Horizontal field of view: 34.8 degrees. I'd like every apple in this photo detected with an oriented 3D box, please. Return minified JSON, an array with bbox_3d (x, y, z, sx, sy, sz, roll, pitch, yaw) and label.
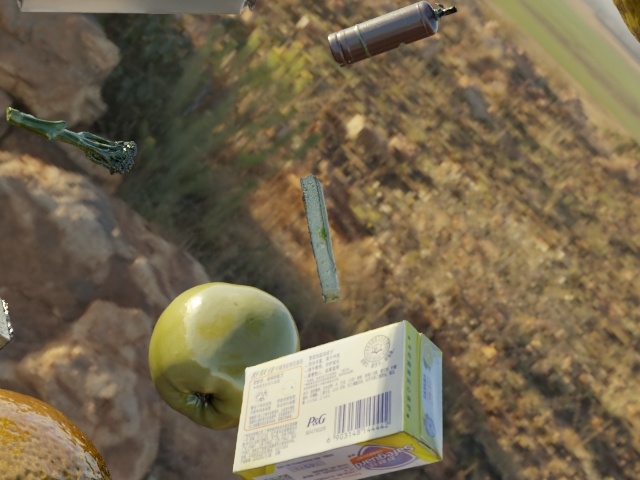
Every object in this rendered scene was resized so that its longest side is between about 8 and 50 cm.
[{"bbox_3d":[-0.169,0.203,1.787,0.262,0.262,0.262,37,22,-18],"label":"apple"}]

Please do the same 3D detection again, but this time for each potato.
[{"bbox_3d":[-0.510,0.124,1.513,0.061,0.086,0.122,51,4,-39],"label":"potato"}]

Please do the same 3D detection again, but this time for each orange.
[{"bbox_3d":[-0.393,0.333,1.170,0.322,0.322,0.357,34,-3,-25],"label":"orange"}]

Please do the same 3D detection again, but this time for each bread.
[{"bbox_3d":[0.000,0.000,1.261,0.068,0.028,0.153,84,-4,-73],"label":"bread"}]

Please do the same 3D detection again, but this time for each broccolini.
[{"bbox_3d":[-0.376,-0.146,1.541,0.216,0.067,0.058,16,75,-45],"label":"broccolini"}]

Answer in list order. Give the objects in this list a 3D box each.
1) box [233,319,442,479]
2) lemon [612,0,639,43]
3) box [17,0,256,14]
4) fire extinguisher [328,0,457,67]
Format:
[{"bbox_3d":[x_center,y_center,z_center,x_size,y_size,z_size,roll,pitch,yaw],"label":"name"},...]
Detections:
[{"bbox_3d":[0.025,0.223,1.330,0.097,0.265,0.168,45,36,-39],"label":"box"},{"bbox_3d":[0.349,-0.241,0.790,0.245,0.245,0.320,45,42,2],"label":"lemon"},{"bbox_3d":[-0.252,-0.417,1.394,0.333,0.145,0.173,-4,63,-19],"label":"box"},{"bbox_3d":[0.090,-0.256,1.238,0.078,0.157,0.045,-64,134,-72],"label":"fire extinguisher"}]
